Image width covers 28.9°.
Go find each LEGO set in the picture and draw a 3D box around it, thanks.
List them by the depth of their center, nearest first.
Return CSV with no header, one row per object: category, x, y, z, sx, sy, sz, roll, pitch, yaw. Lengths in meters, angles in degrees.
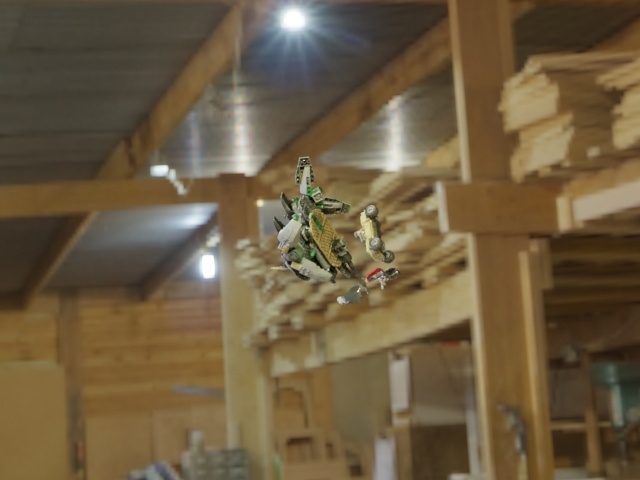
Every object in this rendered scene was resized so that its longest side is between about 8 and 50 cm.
LEGO set,0.001,0.002,0.444,0.023,0.054,0.083,-23,-31,21
